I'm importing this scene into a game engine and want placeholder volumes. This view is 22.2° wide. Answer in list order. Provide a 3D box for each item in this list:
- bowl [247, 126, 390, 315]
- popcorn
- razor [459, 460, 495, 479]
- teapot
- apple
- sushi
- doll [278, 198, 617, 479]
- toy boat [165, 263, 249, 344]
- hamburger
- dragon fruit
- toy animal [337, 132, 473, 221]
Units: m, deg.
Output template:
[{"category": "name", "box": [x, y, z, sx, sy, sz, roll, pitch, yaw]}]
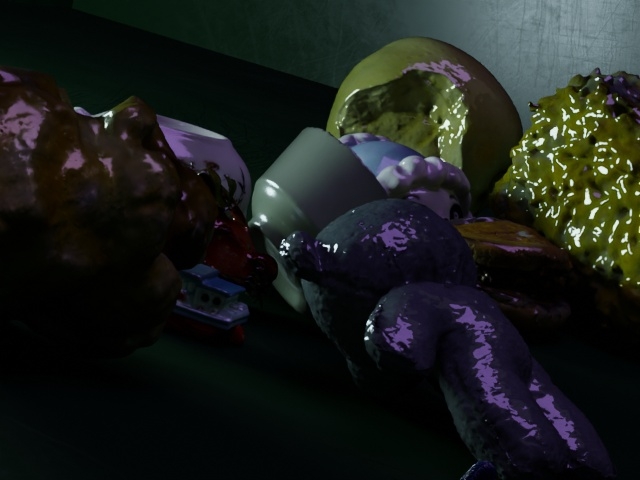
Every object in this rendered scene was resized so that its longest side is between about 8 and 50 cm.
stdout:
[{"category": "bowl", "box": [0.000, 0.000, 1.645, 0.112, 0.211, 0.211, -33, 29, -14]}, {"category": "popcorn", "box": [-0.229, -0.024, 1.319, 0.276, 0.225, 0.276, 11, 14, -3]}, {"category": "razor", "box": [0.096, 0.189, 1.181, 0.044, 0.028, 0.154, 18, 13, 20]}, {"category": "teapot", "box": [-0.202, -0.068, 1.816, 0.300, 0.165, 0.208, 6, 19, -3]}, {"category": "apple", "box": [0.143, -0.142, 2.282, 0.279, 0.279, 0.279, 14, 11, -3]}, {"category": "sushi", "box": [0.423, -0.037, 1.996, 0.351, 0.240, 0.396, 9, 29, -43]}, {"category": "doll", "box": [0.096, 0.105, 1.385, 0.246, 0.158, 0.340, 8, 40, -52]}, {"category": "toy boat", "box": [-0.145, 0.045, 1.510, 0.173, 0.058, 0.069, 17, 12, 17]}, {"category": "hamburger", "box": [0.197, 0.041, 1.857, 0.186, 0.113, 0.177, 10, 15, 23]}, {"category": "dragon fruit", "box": [-0.114, -0.002, 1.593, 0.138, 0.175, 0.142, -3, 13, 17]}, {"category": "toy animal", "box": [0.090, -0.043, 1.997, 0.208, 0.156, 0.204, 0, 14, -38]}]
